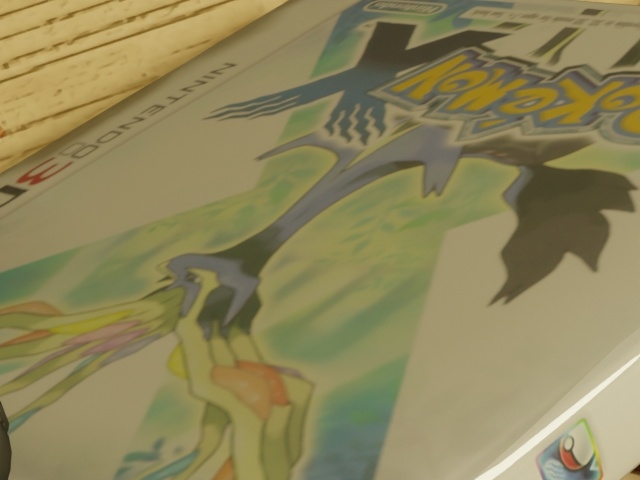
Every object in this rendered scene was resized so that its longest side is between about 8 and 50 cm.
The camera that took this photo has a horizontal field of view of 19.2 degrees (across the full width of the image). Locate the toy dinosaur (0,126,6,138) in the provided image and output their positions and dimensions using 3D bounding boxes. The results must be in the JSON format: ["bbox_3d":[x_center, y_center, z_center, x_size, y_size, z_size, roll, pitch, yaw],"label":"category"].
[{"bbox_3d":[-0.259,0.018,0.592,0.322,0.164,0.218,-20,46,-16],"label":"toy dinosaur"}]

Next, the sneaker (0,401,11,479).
[{"bbox_3d":[-0.191,0.163,0.455,0.330,0.122,0.146,-38,65,0],"label":"sneaker"}]

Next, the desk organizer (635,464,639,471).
[{"bbox_3d":[0.137,0.023,0.658,0.050,0.047,0.130,13,46,18],"label":"desk organizer"}]

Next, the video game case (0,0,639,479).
[{"bbox_3d":[0.000,0.000,0.605,0.300,0.036,0.329,-34,29,-29],"label":"video game case"}]
